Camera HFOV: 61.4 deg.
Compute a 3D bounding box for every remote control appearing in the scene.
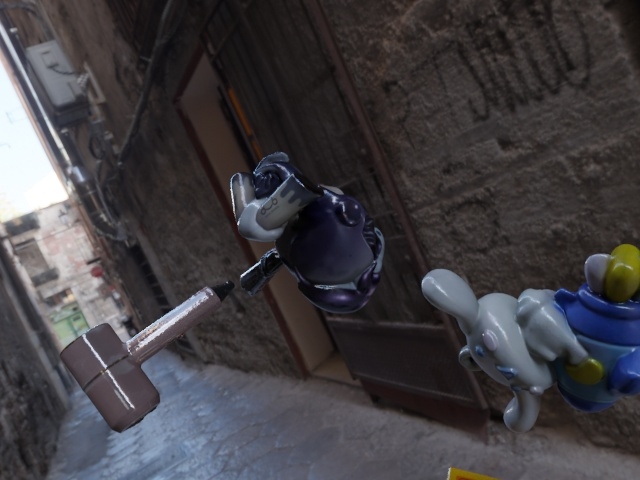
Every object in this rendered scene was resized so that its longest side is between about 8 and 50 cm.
[{"bbox_3d":[-0.140,0.068,1.335,0.090,0.066,0.266,-50,2,-31],"label":"remote control"}]

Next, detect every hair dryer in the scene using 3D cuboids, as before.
[{"bbox_3d":[-0.299,0.193,1.053,0.344,0.189,0.107,-36,-6,-21],"label":"hair dryer"}]

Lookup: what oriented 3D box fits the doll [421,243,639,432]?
[{"bbox_3d":[0.392,0.172,0.882,0.365,0.376,0.187,-20,44,35],"label":"doll"}]

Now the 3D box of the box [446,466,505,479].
[{"bbox_3d":[0.367,0.618,1.036,0.283,0.259,0.214,8,37,18],"label":"box"}]

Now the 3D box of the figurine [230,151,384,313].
[{"bbox_3d":[0.000,0.000,0.650,0.145,0.145,0.222,-28,-44,34],"label":"figurine"}]
